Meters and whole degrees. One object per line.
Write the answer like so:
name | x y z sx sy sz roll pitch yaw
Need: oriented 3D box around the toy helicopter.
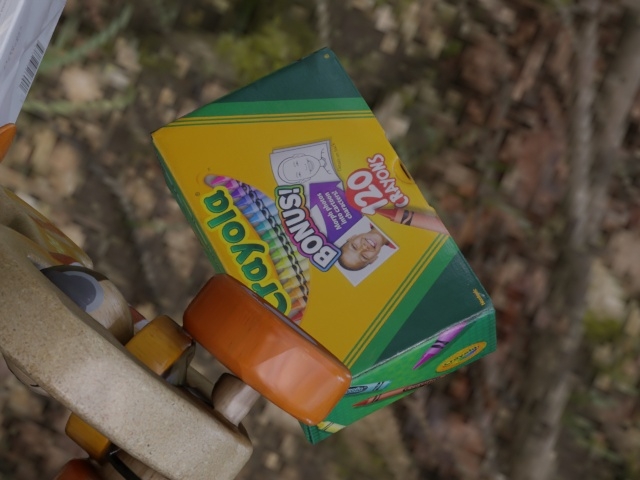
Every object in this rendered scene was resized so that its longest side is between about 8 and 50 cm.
toy helicopter | -0.147 0.024 0.993 0.140 0.235 0.355 -53 -160 0

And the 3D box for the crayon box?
crayon box | 0.000 0.000 1.547 0.165 0.278 0.081 -27 152 -8

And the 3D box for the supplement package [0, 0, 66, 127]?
supplement package | -0.416 -0.223 1.869 0.175 0.293 0.177 89 23 -84
